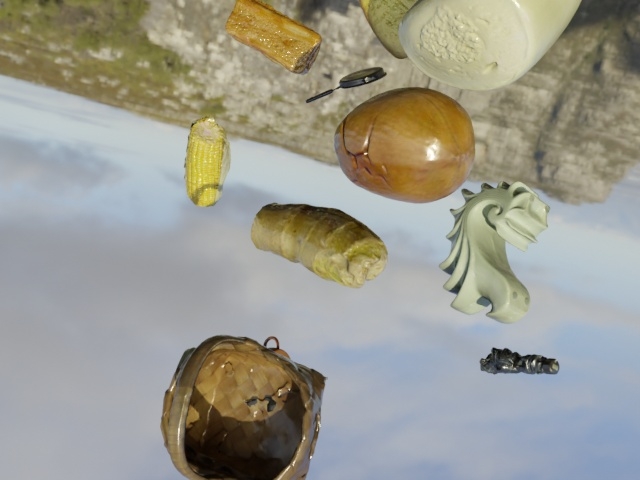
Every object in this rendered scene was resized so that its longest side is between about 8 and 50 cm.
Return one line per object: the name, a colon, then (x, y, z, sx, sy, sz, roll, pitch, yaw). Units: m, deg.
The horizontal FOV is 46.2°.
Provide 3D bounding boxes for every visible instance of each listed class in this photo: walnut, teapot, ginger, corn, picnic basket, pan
walnut: (0.134, -0.164, 1.312, 0.203, 0.203, 0.297, 8, 178, -40)
teapot: (-0.147, 0.359, 2.148, 0.116, 0.173, 0.116, 0, 157, 0)
ginger: (0.000, 0.000, 1.239, 0.262, 0.117, 0.109, 17, 180, 38)
corn: (-0.349, -0.233, 2.276, 0.122, 0.305, 0.123, -14, -127, -25)
picnic basket: (-0.181, 0.323, 1.417, 0.337, 0.293, 0.337, 12, 168, 3)
pan: (0.066, -0.426, 2.042, 0.235, 0.028, 0.136, -19, -160, 5)

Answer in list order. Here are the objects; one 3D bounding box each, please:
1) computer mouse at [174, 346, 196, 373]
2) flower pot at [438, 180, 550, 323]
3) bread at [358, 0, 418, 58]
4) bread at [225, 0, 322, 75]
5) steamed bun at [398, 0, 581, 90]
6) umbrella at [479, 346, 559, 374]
computer mouse: (-0.407, 0.472, 2.360, 0.095, 0.197, 0.331, -20, -161, 12)
flower pot: (0.449, 0.029, 1.985, 0.164, 0.368, 0.254, 25, 164, -37)
bread: (0.142, -0.397, 1.212, 0.149, 0.188, 0.065, -26, -179, 21)
bread: (-0.125, -0.564, 2.048, 0.270, 0.139, 0.077, 31, -170, 15)
steamed bun: (0.233, -0.302, 0.965, 0.155, 0.200, 0.250, 47, 162, -17)
umbrella: (0.493, 0.304, 1.870, 0.080, 0.071, 0.224, -40, -161, -28)
